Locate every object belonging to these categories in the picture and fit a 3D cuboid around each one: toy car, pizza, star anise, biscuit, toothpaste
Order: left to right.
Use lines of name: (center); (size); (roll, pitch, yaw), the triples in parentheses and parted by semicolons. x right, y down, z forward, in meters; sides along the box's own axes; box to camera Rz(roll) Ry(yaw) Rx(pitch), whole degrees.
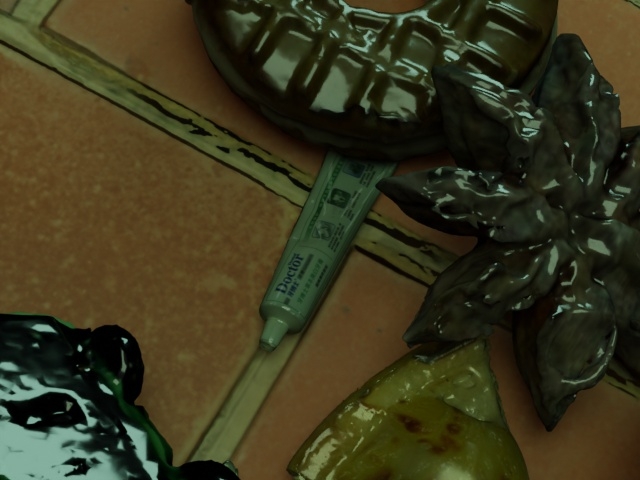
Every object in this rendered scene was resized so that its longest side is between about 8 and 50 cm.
toy car: (-0.196, 0.214, 1.384); (0.213, 0.176, 0.358); (-7, 47, -41)
toothpaste: (0.000, 0.000, 1.566); (0.064, 0.041, 0.218); (24, 62, 6)
biscuit: (0.051, -0.223, 1.615); (0.332, 0.103, 0.332); (4, 66, -8)
pizza: (0.105, 0.163, 1.491); (0.188, 0.080, 0.204); (38, 69, 9)
star anise: (0.197, -0.013, 1.513); (0.332, 0.117, 0.331); (3, 85, -31)

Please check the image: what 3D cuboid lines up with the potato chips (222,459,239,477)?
potato chips: (-0.102, 0.271, 1.456); (0.092, 0.028, 0.207); (1, 71, -7)
